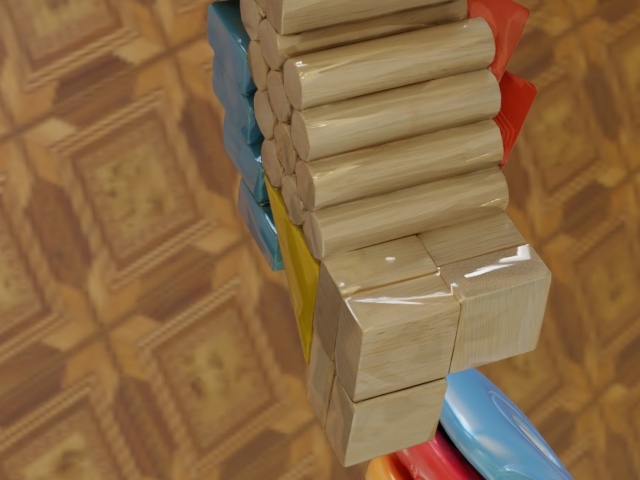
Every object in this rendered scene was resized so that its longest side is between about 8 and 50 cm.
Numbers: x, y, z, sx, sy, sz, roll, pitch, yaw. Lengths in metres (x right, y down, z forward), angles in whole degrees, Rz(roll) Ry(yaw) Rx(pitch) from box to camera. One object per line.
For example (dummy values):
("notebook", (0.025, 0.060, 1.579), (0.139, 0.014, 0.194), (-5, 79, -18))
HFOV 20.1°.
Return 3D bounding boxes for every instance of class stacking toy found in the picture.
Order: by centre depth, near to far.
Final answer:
("stacking toy", (0.036, 0.236, 1.220), (0.302, 0.166, 0.175), (-43, 118, 6))

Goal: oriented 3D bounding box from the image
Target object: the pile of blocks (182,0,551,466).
("pile of blocks", (0.018, -0.099, 0.730), (0.112, 0.149, 0.362), (-14, 101, -20))
